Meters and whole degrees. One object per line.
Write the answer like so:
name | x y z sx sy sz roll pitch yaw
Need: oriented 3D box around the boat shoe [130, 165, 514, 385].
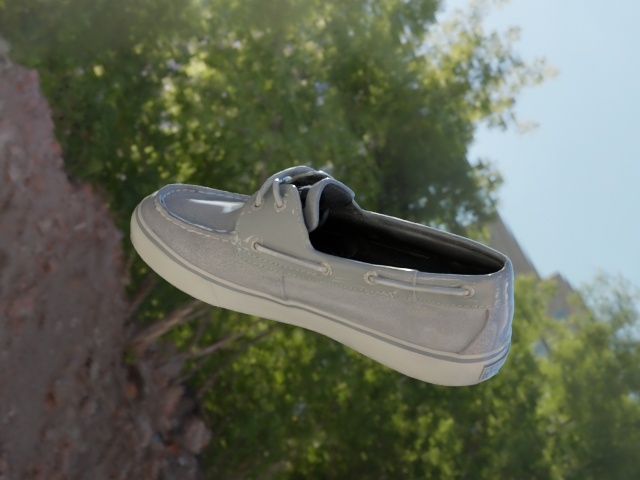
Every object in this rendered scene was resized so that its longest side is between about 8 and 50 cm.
boat shoe | 0.000 0.001 0.643 0.228 0.079 0.081 20 -58 20
